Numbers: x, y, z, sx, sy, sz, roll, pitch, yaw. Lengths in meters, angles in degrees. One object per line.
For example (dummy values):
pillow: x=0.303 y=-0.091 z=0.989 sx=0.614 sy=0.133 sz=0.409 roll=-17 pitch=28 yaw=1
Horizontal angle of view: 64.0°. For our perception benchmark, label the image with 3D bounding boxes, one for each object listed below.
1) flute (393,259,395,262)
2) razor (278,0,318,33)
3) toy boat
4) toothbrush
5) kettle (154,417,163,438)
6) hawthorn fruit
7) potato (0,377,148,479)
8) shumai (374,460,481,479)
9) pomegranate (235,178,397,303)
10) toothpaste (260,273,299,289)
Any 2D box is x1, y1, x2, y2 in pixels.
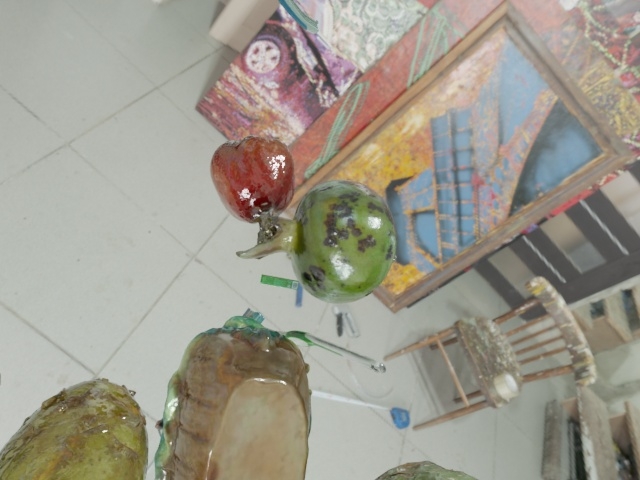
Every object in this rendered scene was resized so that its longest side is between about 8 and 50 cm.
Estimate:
flute: x=0.096 y=0.056 z=0.949 sx=0.014 sy=0.269 sz=0.014 roll=2 pitch=78 yaw=-8
razor: x=-0.051 y=-0.366 z=0.747 sx=0.191 sy=0.037 sz=0.068 roll=39 pitch=38 yaw=-63
toy boat: x=-0.070 y=0.203 z=0.355 sx=0.109 sy=0.099 sz=0.292 roll=12 pitch=91 yaw=-26
toothbrush: x=-0.036 y=0.208 z=1.063 sx=0.040 sy=0.418 sz=0.042 roll=-51 pitch=129 yaw=-25
kettle: x=-0.361 y=0.588 z=1.542 sx=0.255 sy=0.241 sz=0.165 roll=76 pitch=7 yaw=-48
hawthorn fruit: x=-0.134 y=-0.117 z=1.081 sx=0.185 sy=0.185 sz=0.202 roll=-2 pitch=79 yaw=-48
potato: x=-0.304 y=0.284 z=0.628 sx=0.298 sy=0.176 sz=0.141 roll=-123 pitch=-160 yaw=-67
shumai: x=0.208 y=0.470 z=0.595 sx=0.395 sy=0.348 sz=0.394 roll=4 pitch=85 yaw=-53
pomegranate: x=0.000 y=0.000 z=0.496 sx=0.162 sy=0.122 sz=0.122 roll=2 pitch=54 yaw=-11
toothpaste: x=-0.089 y=0.090 z=1.112 sx=0.083 sy=0.017 sz=0.020 roll=11 pitch=90 yaw=-8
